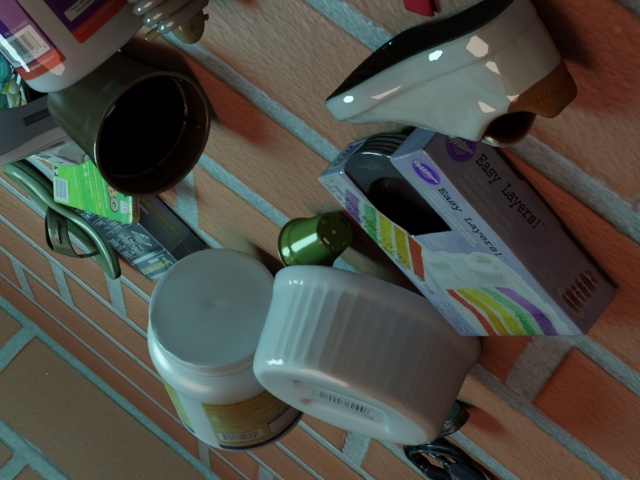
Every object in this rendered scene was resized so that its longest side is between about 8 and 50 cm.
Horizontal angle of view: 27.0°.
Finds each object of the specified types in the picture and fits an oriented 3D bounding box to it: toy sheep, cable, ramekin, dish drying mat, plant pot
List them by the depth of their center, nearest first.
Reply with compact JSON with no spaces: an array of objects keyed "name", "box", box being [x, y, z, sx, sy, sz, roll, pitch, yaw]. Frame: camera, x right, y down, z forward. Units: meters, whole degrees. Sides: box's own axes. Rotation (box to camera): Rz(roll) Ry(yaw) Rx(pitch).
[{"name":"dish drying mat","box":[0.078,-0.225,1.133,0.032,0.008,0.083,28,155,32]},{"name":"toy sheep","box":[-0.166,-0.264,1.397,0.132,0.091,0.091,53,158,-16]},{"name":"plant pot","box":[0.000,0.000,1.663,0.083,0.083,0.079,45,149,-9]},{"name":"ramekin","box":[0.050,0.150,1.666,0.277,0.135,0.277,19,161,7]},{"name":"plant pot","box":[-0.252,-0.163,1.682,0.165,0.167,0.167,35,161,42]},{"name":"cable","box":[0.210,0.366,2.088,0.184,0.047,0.150,33,164,16]}]

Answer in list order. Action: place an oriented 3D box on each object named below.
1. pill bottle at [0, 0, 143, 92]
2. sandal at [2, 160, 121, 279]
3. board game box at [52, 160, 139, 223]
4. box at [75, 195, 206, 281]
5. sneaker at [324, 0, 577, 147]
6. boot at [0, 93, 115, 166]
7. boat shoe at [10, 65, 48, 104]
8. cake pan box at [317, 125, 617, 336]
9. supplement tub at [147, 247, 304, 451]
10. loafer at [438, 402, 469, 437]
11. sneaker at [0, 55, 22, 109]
[{"name":"pill bottle","box":[-0.339,-0.330,1.440,0.323,0.181,0.181,51,159,-22]},{"name":"sandal","box":[-0.493,-0.027,2.506,0.303,0.086,0.120,41,161,1]},{"name":"board game box","box":[-0.343,-0.104,2.045,0.259,0.039,0.124,16,110,54]},{"name":"box","box":[-0.300,-0.022,2.198,0.183,0.056,0.231,44,160,-10]},{"name":"sneaker","box":[0.106,-0.120,1.152,0.123,0.106,0.290,50,158,-16]},{"name":"boot","box":[-0.404,-0.135,1.896,0.123,0.258,0.095,71,180,-60]},{"name":"boat shoe","box":[-0.396,-0.249,1.873,0.084,0.079,0.233,37,159,18]},{"name":"cake pan box","box":[0.142,-0.012,1.374,0.267,0.070,0.245,48,158,-15]},{"name":"supplement tub","box":[-0.138,0.170,2.044,0.228,0.228,0.316,34,159,21]},{"name":"loafer","box":[0.148,0.238,1.901,0.061,0.062,0.170,54,156,-19]},{"name":"sneaker","box":[-0.502,-0.257,1.954,0.107,0.110,0.275,59,158,23]}]
